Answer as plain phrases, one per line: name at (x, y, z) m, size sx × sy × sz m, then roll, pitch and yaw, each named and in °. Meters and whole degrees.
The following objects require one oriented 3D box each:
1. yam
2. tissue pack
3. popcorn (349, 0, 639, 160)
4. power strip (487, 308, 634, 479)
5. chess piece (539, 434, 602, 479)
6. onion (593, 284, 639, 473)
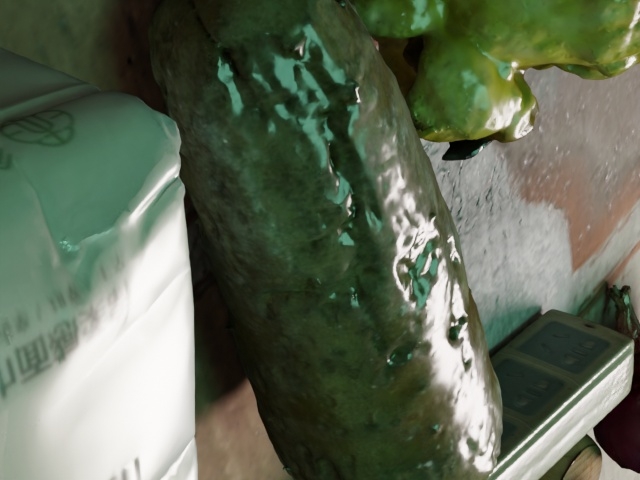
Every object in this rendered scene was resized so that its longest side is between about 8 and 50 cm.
yam at (0.000, 0.000, 0.825) m, size 0.133 × 0.133 × 0.330 m, roll -49°, pitch 140°, yaw -27°
tissue pack at (-0.209, 0.110, 0.509) m, size 0.356 × 0.194 × 0.266 m, roll -32°, pitch 132°, yaw -44°
popcorn at (0.100, -0.146, 0.867) m, size 0.195 × 0.168 × 0.173 m, roll -27°, pitch 135°, yaw 4°
power strip at (0.120, 0.124, 1.117) m, size 0.272 × 0.078 × 0.052 m, roll -34°, pitch 134°, yaw -42°
chess piece at (0.180, 0.182, 1.283) m, size 0.084 × 0.038 × 0.083 m, roll -37°, pitch 138°, yaw -43°
onion at (0.260, 0.093, 1.286) m, size 0.150 × 0.150 × 0.140 m, roll -46°, pitch 114°, yaw -30°
